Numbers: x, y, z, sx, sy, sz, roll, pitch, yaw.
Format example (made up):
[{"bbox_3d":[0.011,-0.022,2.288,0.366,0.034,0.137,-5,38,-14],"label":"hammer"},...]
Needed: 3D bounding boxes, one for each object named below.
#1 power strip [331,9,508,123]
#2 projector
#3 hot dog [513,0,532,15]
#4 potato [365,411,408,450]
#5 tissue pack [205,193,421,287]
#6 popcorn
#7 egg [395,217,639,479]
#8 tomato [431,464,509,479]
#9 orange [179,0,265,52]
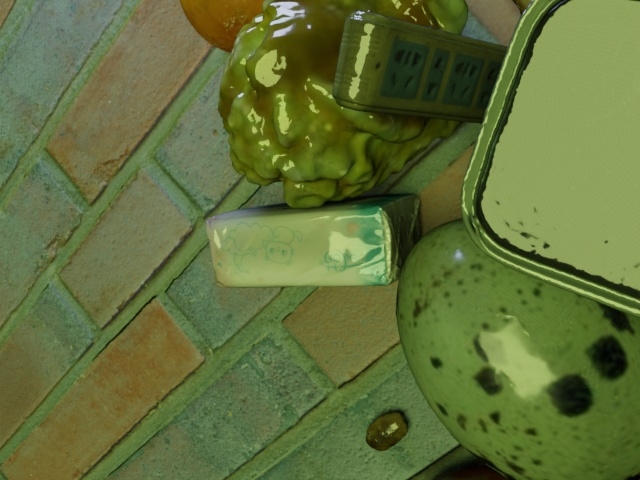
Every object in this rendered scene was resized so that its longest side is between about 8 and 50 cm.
[{"bbox_3d":[0.171,-0.181,0.660,0.066,0.388,0.092,32,118,42],"label":"power strip"},{"bbox_3d":[0.296,-0.091,0.545,0.249,0.249,0.248,22,111,19],"label":"projector"},{"bbox_3d":[0.260,-0.371,0.743,0.083,0.068,0.288,-24,96,48],"label":"hot dog"},{"bbox_3d":[0.109,0.317,0.965,0.051,0.040,0.083,45,115,3],"label":"potato"},{"bbox_3d":[-0.001,0.000,0.857,0.271,0.201,0.124,-2,94,23],"label":"tissue pack"},{"bbox_3d":[0.025,-0.201,0.764,0.279,0.335,0.274,32,152,25],"label":"popcorn"},{"bbox_3d":[0.260,0.134,0.726,0.288,0.287,0.379,-34,90,25],"label":"egg"},{"bbox_3d":[0.249,0.473,0.841,0.270,0.223,0.270,6,106,20],"label":"tomato"},{"bbox_3d":[-0.119,-0.372,0.839,0.193,0.161,0.193,-4,84,41],"label":"orange"}]
